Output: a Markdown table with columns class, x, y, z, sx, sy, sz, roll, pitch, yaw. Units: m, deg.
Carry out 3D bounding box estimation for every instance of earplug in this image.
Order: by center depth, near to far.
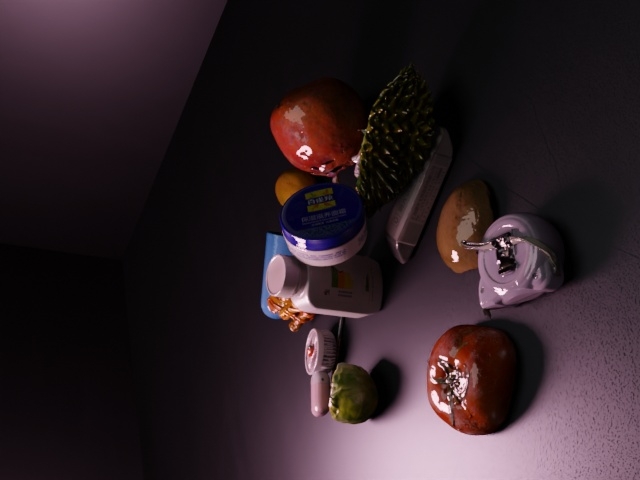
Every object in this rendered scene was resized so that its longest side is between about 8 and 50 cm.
| class | x | y | z | sx | sy | sz | roll | pitch | yaw |
| --- | --- | --- | --- | --- | --- | --- | --- | --- | --- |
| earplug | -0.124 | 0.115 | 2.205 | 0.132 | 0.133 | 0.272 | 17 | 99 | 61 |

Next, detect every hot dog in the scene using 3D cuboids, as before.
| class | x | y | z | sx | sy | sz | roll | pitch | yaw |
| --- | --- | --- | --- | --- | --- | --- | --- | --- | --- |
| hot dog | -0.042 | 0.149 | 1.998 | 0.349 | 0.158 | 0.117 | -44 | 17 | 49 |

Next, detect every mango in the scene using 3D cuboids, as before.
| class | x | y | z | sx | sy | sz | roll | pitch | yaw |
| --- | --- | --- | --- | --- | --- | --- | --- | --- | --- |
| mango | -0.063 | -0.152 | 2.188 | 0.138 | 0.113 | 0.253 | -63 | 35 | 9 |

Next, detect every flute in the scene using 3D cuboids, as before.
| class | x | y | z | sx | sy | sz | roll | pitch | yaw |
| --- | --- | --- | --- | --- | --- | --- | --- | --- | --- |
| flute | 0.051 | 0.281 | 1.950 | 0.014 | 0.014 | 0.269 | 1 | 82 | 61 |

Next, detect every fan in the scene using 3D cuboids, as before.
| class | x | y | z | sx | sy | sz | roll | pitch | yaw |
| --- | --- | --- | --- | --- | --- | --- | --- | --- | --- |
| fan | -0.003 | 0.364 | 1.925 | 0.130 | 0.074 | 0.244 | 124 | 150 | -57 |

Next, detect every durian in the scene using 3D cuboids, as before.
| class | x | y | z | sx | sy | sz | roll | pitch | yaw |
| --- | --- | --- | --- | --- | --- | --- | --- | --- | --- |
| durian | 0.154 | -0.227 | 1.680 | 0.198 | 0.163 | 0.394 | -115 | 33 | -56 |

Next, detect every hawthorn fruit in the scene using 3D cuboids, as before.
| class | x | y | z | sx | sy | sz | roll | pitch | yaw |
| --- | --- | --- | --- | --- | --- | --- | --- | --- | --- |
| hawthorn fruit | 0.014 | -0.289 | 1.971 | 0.276 | 0.276 | 0.307 | -31 | 77 | 54 |

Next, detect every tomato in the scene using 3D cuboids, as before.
| class | x | y | z | sx | sy | sz | roll | pitch | yaw |
| --- | --- | --- | --- | --- | --- | --- | --- | --- | --- |
| tomato | 0.297 | 0.280 | 1.433 | 0.237 | 0.095 | 0.236 | -26 | 60 | 55 |

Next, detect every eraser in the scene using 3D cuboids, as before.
| class | x | y | z | sx | sy | sz | roll | pitch | yaw |
| --- | --- | --- | --- | --- | --- | --- | --- | --- | --- |
| eraser | 0.237 | -0.112 | 1.699 | 0.089 | 0.061 | 0.351 | 49 | 122 | 58 |

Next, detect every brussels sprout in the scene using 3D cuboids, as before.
| class | x | y | z | sx | sy | sz | roll | pitch | yaw |
| --- | --- | --- | --- | --- | --- | --- | --- | --- | --- |
| brussels sprout | 0.086 | 0.387 | 1.751 | 0.151 | 0.122 | 0.149 | 72 | -153 | -76 |

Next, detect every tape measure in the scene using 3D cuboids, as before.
| class | x | y | z | sx | sy | sz | roll | pitch | yaw |
| --- | --- | --- | --- | --- | --- | --- | --- | --- | --- |
| tape measure | 0.378 | 0.035 | 1.359 | 0.196 | 0.105 | 0.178 | -42 | 45 | 49 |

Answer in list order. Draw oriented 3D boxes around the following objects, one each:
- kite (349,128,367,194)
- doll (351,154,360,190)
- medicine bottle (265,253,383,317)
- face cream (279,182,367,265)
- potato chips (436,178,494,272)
| class | x | y | z | sx | sy | sz | roll | pitch | yaw |
| --- | --- | --- | --- | --- | --- | --- | --- | --- | --- |
| kite | 0.156 | -0.216 | 1.821 | 0.198 | 0.006 | 0.244 | 40 | 104 | 21 |
| doll | 0.146 | -0.224 | 1.875 | 0.129 | 0.081 | 0.207 | 21 | 98 | 31 |
| medicine bottle | 0.015 | 0.106 | 1.780 | 0.111 | 0.297 | 0.161 | -28 | 56 | 55 |
| face cream | 0.010 | -0.037 | 1.692 | 0.205 | 0.206 | 0.111 | -113 | 8 | -45 |
| potato chips | 0.311 | -0.036 | 1.547 | 0.195 | 0.062 | 0.208 | 53 | 128 | 56 |
